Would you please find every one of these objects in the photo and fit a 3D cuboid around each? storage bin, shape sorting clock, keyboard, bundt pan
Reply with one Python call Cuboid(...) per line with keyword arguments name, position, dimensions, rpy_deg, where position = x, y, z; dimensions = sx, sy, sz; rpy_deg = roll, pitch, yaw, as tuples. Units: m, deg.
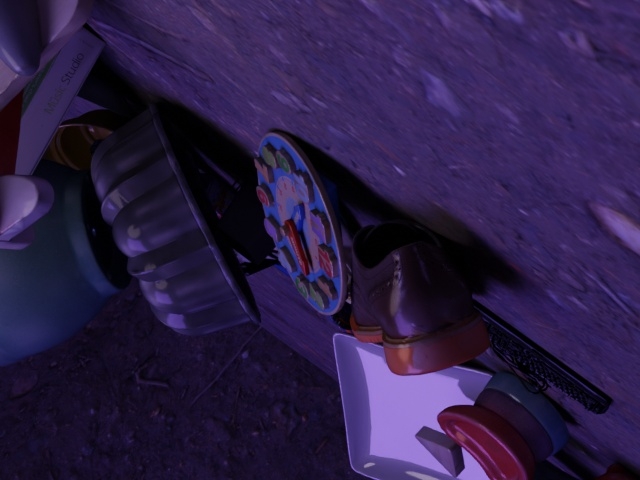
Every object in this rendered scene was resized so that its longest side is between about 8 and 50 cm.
Cuboid(name="storage bin", position=(-0.089, -0.030, 1.676), dimensions=(0.098, 0.091, 0.135), rpy_deg=(36, 171, 13))
Cuboid(name="shape sorting clock", position=(-0.024, -0.017, 1.344), dimensions=(0.206, 0.040, 0.206), rpy_deg=(48, 150, 39))
Cuboid(name="keyboard", position=(0.234, 0.143, 1.413), dimensions=(0.192, 0.038, 0.100), rpy_deg=(37, 172, 14))
Cuboid(name="bundt pan", position=(-0.203, -0.013, 1.679), dimensions=(0.331, 0.124, 0.331), rpy_deg=(154, 90, -88))

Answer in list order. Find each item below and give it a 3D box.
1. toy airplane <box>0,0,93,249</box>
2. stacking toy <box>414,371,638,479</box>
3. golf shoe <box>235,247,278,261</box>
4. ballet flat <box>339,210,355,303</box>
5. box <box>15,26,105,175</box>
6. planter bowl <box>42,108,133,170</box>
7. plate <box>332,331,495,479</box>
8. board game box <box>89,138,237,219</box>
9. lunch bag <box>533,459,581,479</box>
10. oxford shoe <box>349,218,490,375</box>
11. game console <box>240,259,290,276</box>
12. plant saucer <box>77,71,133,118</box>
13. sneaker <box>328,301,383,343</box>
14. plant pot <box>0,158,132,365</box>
Cuboid(name="toy airplane", position=(-0.419, -0.158, 1.362), dimensions=(0.272, 0.386, 0.384), rpy_deg=(29, 179, -40))
Cuboid(name="stacking toy", position=(0.296, 0.309, 1.725), dimensions=(0.309, 0.130, 0.279), rpy_deg=(49, 160, -6))
Cuboid(name="golf shoe", position=(-0.089, 0.012, 2.014), dimensions=(0.086, 0.069, 0.176), rpy_deg=(31, 172, 9))
Cuboid(name="ballet flat", position=(0.000, 0.000, 1.483), dimensions=(0.086, 0.086, 0.248), rpy_deg=(31, 169, 43))
Cuboid(name="box", position=(-0.431, -0.209, 1.666), dimensions=(0.058, 0.232, 0.322), rpy_deg=(30, 180, -41))
Cuboid(name="planter bowl", position=(-0.337, -0.144, 1.998), dimensions=(0.217, 0.090, 0.217), rpy_deg=(8, 144, 6))
Cuboid(name="plate", position=(0.157, 0.268, 1.871), dimensions=(0.278, 0.045, 0.277), rpy_deg=(13, 126, 31))
Cuboid(name="board game box", position=(-0.227, -0.084, 1.912), dimensions=(0.194, 0.060, 0.194), rpy_deg=(4, 141, 15))
Cuboid(name="lunch bag", position=(0.344, 0.451, 1.981), dimensions=(0.279, 0.224, 0.108), rpy_deg=(33, 137, -11))
Cuboid(name="oxford shoe", position=(0.090, 0.036, 1.298), dimensions=(0.364, 0.130, 0.132), rpy_deg=(-150, 42, -81))
Cuboid(name="game console", position=(-0.092, 0.064, 2.299), dimensions=(0.071, 0.107, 0.122), rpy_deg=(68, 166, -8))
Cuboid(name="plant saucer", position=(-0.348, -0.229, 1.780), dimensions=(0.195, 0.037, 0.195), rpy_deg=(24, -176, -2))
Cuboid(name="sneaker", position=(0.057, 0.112, 1.930), dimensions=(0.087, 0.083, 0.221), rpy_deg=(47, 174, 42))
Cuboid(name="plant pot", position=(-0.379, 0.007, 1.733), dimensions=(0.293, 0.196, 0.293), rpy_deg=(-15, -90, -80))
